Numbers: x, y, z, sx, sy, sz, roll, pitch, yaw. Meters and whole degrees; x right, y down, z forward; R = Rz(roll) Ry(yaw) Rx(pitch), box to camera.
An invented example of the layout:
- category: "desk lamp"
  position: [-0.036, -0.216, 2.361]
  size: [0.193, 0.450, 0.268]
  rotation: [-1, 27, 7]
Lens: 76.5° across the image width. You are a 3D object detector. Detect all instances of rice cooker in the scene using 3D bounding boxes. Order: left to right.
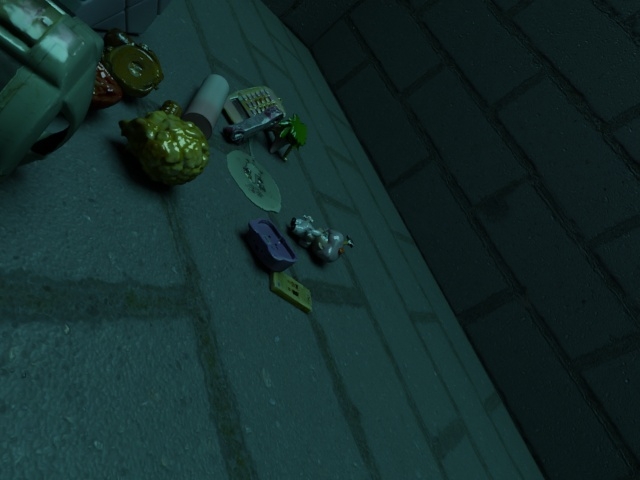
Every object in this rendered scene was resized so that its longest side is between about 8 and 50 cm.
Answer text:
- category: "rice cooker"
  position: [-0.435, -0.222, 0.492]
  size: [0.277, 0.288, 0.288]
  rotation: [37, 28, -34]

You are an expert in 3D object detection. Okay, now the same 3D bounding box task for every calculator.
- category: "calculator"
  position: [-0.230, -0.454, 1.408]
  size: [0.237, 0.033, 0.157]
  rotation: [-30, 85, -30]

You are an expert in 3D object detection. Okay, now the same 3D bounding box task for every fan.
- category: "fan"
  position: [-0.219, -0.255, 1.327]
  size: [0.233, 0.012, 0.414]
  rotation: [34, 31, -43]

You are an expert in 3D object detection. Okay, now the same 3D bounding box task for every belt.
- category: "belt"
  position: [-0.217, -0.378, 1.332]
  size: [0.232, 0.071, 0.053]
  rotation: [-37, 83, -34]

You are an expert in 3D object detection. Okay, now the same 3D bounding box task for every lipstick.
- category: "lipstick"
  position: [-0.333, -0.395, 1.190]
  size: [0.087, 0.087, 0.326]
  rotation: [43, 26, -29]

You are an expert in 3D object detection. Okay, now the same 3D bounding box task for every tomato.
- category: "tomato"
  position: [-0.485, -0.313, 0.778]
  size: [0.166, 0.082, 0.174]
  rotation: [53, 18, -16]

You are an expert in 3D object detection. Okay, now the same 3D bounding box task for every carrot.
- category: "carrot"
  position: [-0.480, -0.478, 1.057]
  size: [0.161, 0.055, 0.055]
  rotation: [39, 28, -40]

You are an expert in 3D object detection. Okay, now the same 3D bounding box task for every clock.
- category: "clock"
  position: [-0.136, 0.012, 1.050]
  size: [0.152, 0.050, 0.110]
  rotation: [52, 23, 18]

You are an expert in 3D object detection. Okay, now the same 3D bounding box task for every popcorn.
- category: "popcorn"
  position: [-0.327, -0.197, 0.857]
  size: [0.180, 0.170, 0.180]
  rotation: [52, -19, 25]

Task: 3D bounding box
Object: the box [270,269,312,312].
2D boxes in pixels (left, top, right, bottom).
- category: "box"
  position: [-0.076, 0.132, 1.073]
  size: [0.149, 0.020, 0.073]
  rotation: [40, 26, -34]

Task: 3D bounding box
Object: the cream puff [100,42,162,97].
- category: "cream puff"
  position: [-0.442, -0.398, 0.950]
  size: [0.133, 0.119, 0.104]
  rotation: [1, 15, -22]

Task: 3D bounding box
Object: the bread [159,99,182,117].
- category: "bread"
  position: [-0.385, -0.307, 1.020]
  size: [0.052, 0.044, 0.157]
  rotation: [36, 28, -28]

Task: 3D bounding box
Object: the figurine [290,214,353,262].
- category: "figurine"
  position: [0.000, 0.000, 1.304]
  size: [0.229, 0.112, 0.137]
  rotation: [28, 25, -25]

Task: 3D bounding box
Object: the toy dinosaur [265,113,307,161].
- category: "toy dinosaur"
  position: [-0.159, -0.412, 1.524]
  size: [0.152, 0.177, 0.194]
  rotation: [20, 70, -62]

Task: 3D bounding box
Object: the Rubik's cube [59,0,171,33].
- category: "Rubik's cube"
  position: [-0.527, -0.735, 0.961]
  size: [0.316, 0.322, 0.318]
  rotation: [50, 24, -11]
